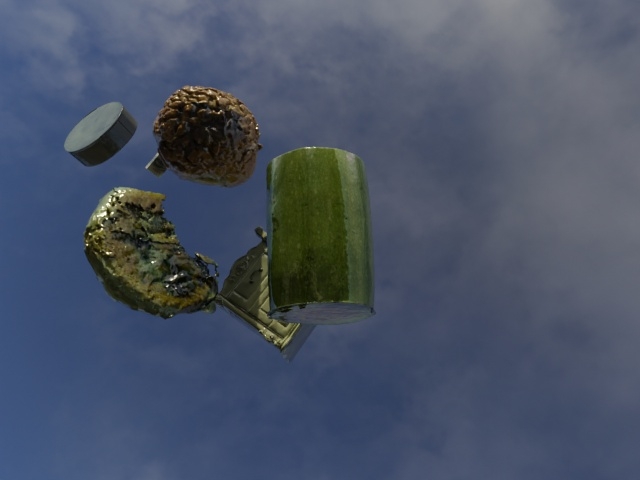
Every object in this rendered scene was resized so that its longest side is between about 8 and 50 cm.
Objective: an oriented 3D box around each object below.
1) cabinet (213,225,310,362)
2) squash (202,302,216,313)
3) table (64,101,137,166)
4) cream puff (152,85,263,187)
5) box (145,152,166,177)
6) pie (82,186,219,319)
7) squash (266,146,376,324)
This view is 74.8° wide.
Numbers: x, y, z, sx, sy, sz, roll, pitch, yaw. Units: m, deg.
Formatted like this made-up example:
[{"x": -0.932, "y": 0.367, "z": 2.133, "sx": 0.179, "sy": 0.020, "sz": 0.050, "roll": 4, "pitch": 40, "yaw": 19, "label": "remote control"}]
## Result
[{"x": -0.151, "y": 0.174, "z": 1.361, "sx": 0.318, "sy": 0.227, "sz": 0.289, "roll": 33, "pitch": -109, "yaw": 14, "label": "cabinet"}, {"x": -0.493, "y": 0.150, "z": 1.557, "sx": 0.095, "sy": 0.094, "sz": 0.340, "roll": -13, "pitch": -54, "yaw": 23, "label": "squash"}, {"x": -0.418, "y": -0.204, "z": 0.799, "sx": 0.134, "sy": 0.043, "sz": 0.133, "roll": -15, "pitch": -129, "yaw": 18, "label": "table"}, {"x": -0.342, "y": -0.321, "z": 1.316, "sx": 0.343, "sy": 0.327, "sz": 0.231, "roll": 47, "pitch": -25, "yaw": -15, "label": "cream puff"}, {"x": -0.532, "y": -0.256, "z": 1.393, "sx": 0.083, "sy": 0.054, "sz": 0.024, "roll": -50, "pitch": -137, "yaw": -2, "label": "box"}, {"x": -0.409, "y": 0.032, "z": 1.012, "sx": 0.078, "sy": 0.296, "sz": 0.371, "roll": -35, "pitch": -85, "yaw": 30, "label": "pie"}, {"x": 0.000, "y": 0.000, "z": 1.014, "sx": 0.263, "sy": 0.263, "sz": 0.383, "roll": -10, "pitch": -108, "yaw": 23, "label": "squash"}]
